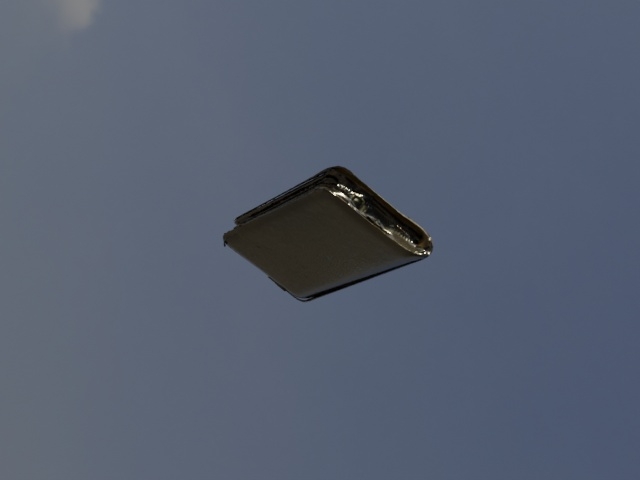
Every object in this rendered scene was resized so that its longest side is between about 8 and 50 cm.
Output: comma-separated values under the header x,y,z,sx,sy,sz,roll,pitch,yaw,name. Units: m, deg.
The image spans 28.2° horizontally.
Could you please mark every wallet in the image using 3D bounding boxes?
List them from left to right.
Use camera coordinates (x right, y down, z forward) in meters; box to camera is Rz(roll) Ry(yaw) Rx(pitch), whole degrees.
x,y,z,sx,sy,sz,roll,pitch,yaw,name
0.000,0.000,1.076,0.198,0.110,0.031,-23,-146,58,wallet
